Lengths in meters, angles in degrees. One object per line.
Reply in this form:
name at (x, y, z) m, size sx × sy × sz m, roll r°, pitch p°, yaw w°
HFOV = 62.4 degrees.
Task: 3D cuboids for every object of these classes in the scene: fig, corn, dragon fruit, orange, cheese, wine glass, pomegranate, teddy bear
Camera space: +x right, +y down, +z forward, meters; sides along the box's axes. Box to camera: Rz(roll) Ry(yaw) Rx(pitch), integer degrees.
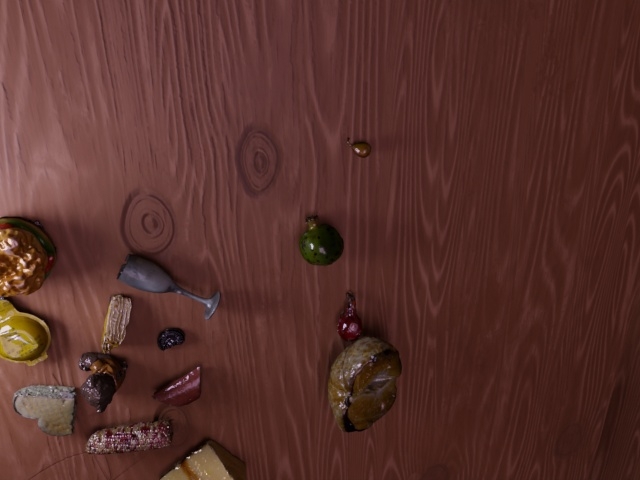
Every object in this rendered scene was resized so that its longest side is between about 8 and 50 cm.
fig at (0.118, -0.291, 1.645) m, size 0.083 × 0.050 × 0.050 m, roll 28°, pitch 104°, yaw -6°
corn at (-0.659, 0.685, 1.828) m, size 0.289 × 0.098 × 0.098 m, roll -4°, pitch 114°, yaw -10°
dragon fruit at (0.103, 0.276, 1.865) m, size 0.094 × 0.094 × 0.191 m, roll -5°, pitch 109°, yaw -14°
orange at (0.150, 0.498, 1.904) m, size 0.270 × 0.210 × 0.369 m, roll -4°, pitch 115°, yaw -33°
cheese at (-0.923, 0.265, 1.583) m, size 0.176 × 0.069 × 0.271 m, roll -28°, pitch 114°, yaw -3°
wine glass at (-0.423, 0.075, 1.622) m, size 0.309 × 0.096 × 0.264 m, roll 29°, pitch 105°, yaw -23°
pomegranate at (-0.002, 0.009, 1.697) m, size 0.143 × 0.122 × 0.169 m, roll -11°, pitch 122°, yaw 22°
teddy bear at (-0.685, 0.445, 1.661) m, size 0.140 × 0.190 × 0.177 m, roll -11°, pitch 110°, yaw -3°

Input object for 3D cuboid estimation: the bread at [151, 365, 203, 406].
bread at (-0.465, 0.518, 1.821) m, size 0.192 × 0.067 × 0.119 m, roll -32°, pitch 117°, yaw 0°

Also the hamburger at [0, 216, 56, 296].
hamburger at (-0.866, 0.059, 1.465) m, size 0.236 × 0.149 × 0.237 m, roll -6°, pitch 116°, yaw -14°

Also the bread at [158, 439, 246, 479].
bread at (-0.437, 0.904, 1.938) m, size 0.263 × 0.198 × 0.236 m, roll -39°, pitch 110°, yaw 2°

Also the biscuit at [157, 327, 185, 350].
biscuit at (-0.496, 0.330, 1.753) m, size 0.087 × 0.027 × 0.089 m, roll 15°, pitch 108°, yaw -20°

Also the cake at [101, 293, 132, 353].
cake at (-0.648, 0.264, 1.678) m, size 0.079 × 0.116 × 0.185 m, roll 6°, pitch 79°, yaw -23°

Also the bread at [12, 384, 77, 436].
bread at (-0.871, 0.534, 1.718) m, size 0.172 × 0.064 × 0.232 m, roll -37°, pitch 119°, yaw 2°
